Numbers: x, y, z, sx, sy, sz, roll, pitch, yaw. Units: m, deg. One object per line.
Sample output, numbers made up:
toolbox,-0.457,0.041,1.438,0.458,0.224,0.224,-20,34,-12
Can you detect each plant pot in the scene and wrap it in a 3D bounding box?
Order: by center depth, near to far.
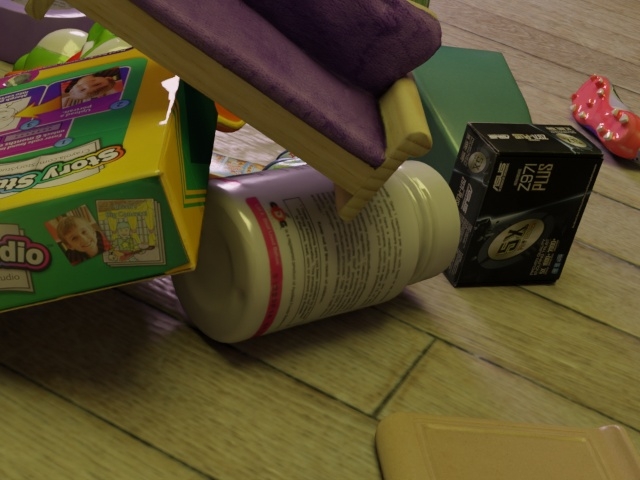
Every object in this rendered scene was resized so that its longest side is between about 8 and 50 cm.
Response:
plant pot,0.178,-0.123,1.422,0.165,0.165,0.234,3,39,-19

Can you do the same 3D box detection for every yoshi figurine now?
yoshi figurine,-0.224,-0.205,1.320,0.362,0.203,0.204,2,58,43

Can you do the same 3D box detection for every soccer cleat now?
soccer cleat,0.476,-0.194,1.769,0.095,0.083,0.248,37,18,-20

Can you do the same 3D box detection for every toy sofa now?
toy sofa,-0.059,-0.196,0.968,0.362,0.177,0.150,33,25,-21

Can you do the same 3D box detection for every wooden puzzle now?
wooden puzzle,0.177,0.235,0.925,0.238,0.044,0.221,3,31,-10

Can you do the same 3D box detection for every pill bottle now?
pill bottle,0.000,0.000,1.125,0.283,0.160,0.160,-12,38,-37

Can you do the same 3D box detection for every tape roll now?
tape roll,-0.411,-0.325,1.594,0.189,0.080,0.189,11,29,-6

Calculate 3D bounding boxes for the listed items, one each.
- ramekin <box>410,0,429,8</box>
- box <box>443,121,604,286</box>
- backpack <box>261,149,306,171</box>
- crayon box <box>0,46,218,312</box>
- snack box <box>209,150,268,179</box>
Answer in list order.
ramekin,0.041,-0.415,1.787,0.303,0.148,0.303,10,30,-6
box,0.226,-0.042,1.273,0.147,0.180,0.077,0,32,-24
backpack,-0.019,-0.057,1.272,0.114,0.105,0.084,-10,44,-17
crayon box,-0.289,-0.054,1.016,0.362,0.106,0.313,-13,31,6
snack box,-0.080,-0.075,1.361,0.178,0.022,0.064,15,30,2
